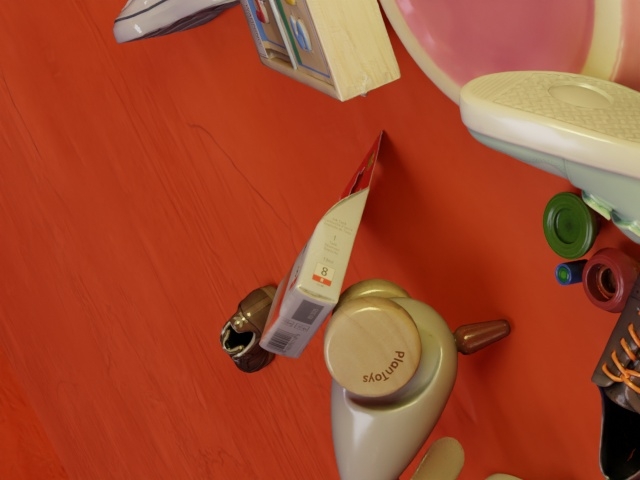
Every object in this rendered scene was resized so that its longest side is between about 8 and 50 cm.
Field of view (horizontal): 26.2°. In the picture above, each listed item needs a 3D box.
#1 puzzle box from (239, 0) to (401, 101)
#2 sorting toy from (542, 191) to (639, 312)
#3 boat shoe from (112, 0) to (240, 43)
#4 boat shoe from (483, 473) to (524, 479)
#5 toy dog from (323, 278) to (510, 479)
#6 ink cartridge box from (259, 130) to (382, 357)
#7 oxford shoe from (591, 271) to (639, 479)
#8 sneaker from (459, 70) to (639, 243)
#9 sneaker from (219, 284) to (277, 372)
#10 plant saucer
[{"bbox_3d":[-0.062,-0.317,1.063,0.272,0.052,0.408,-141,29,-70],"label":"puzzle box"},{"bbox_3d":[0.207,0.010,1.025,0.102,0.042,0.061,63,141,24],"label":"sorting toy"},{"bbox_3d":[-0.136,-0.249,1.342,0.226,0.083,0.075,-9,97,51],"label":"boat shoe"},{"bbox_3d":[0.212,0.286,1.223,0.302,0.091,0.114,-7,110,62],"label":"boat shoe"},{"bbox_3d":[0.091,0.182,1.222,0.220,0.161,0.333,-85,-8,-59],"label":"toy dog"},{"bbox_3d":[0.000,0.000,1.236,0.045,0.179,0.145,17,152,-8],"label":"ink cartridge box"},{"bbox_3d":[0.244,0.072,0.942,0.097,0.098,0.271,38,146,39],"label":"oxford shoe"},{"bbox_3d":[0.190,-0.003,0.822,0.256,0.094,0.151,19,121,4],"label":"sneaker"},{"bbox_3d":[-0.093,0.112,1.617,0.066,0.071,0.188,52,152,17],"label":"sneaker"},{"bbox_3d":[0.130,-0.197,0.896,0.332,0.084,0.332,42,149,33],"label":"plant saucer"}]
